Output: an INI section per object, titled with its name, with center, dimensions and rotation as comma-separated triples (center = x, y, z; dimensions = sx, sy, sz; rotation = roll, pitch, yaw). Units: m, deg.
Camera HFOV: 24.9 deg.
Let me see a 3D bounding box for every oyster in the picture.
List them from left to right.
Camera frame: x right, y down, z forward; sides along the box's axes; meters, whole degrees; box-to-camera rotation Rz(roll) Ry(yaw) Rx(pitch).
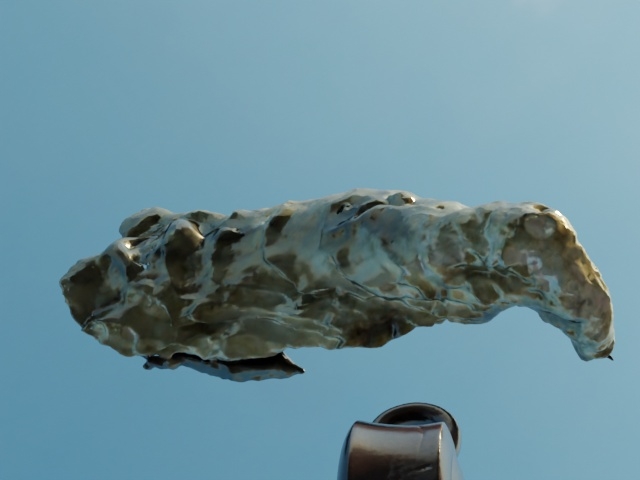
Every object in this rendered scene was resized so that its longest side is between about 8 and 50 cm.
[oyster]
center = 0.000, 0.003, 0.522
dimensions = 0.106, 0.200, 0.061
rotation = -85, -18, -49

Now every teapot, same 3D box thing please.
[teapot]
center = 0.029, 0.081, 0.410
dimensions = 0.100, 0.045, 0.068
rotation = -81, -14, -53
